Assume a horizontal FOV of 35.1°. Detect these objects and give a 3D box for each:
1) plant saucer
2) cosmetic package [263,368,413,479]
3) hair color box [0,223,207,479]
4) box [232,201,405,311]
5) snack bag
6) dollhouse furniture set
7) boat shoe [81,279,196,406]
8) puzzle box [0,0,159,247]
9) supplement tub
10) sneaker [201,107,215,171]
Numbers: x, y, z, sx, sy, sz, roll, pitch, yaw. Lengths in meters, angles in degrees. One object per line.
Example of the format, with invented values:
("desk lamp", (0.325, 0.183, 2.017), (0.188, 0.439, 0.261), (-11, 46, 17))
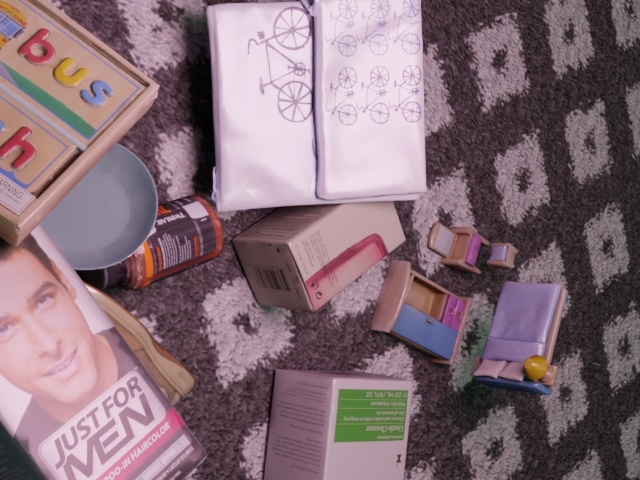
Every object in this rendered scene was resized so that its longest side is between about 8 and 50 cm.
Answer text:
("plant saucer", (-0.319, -0.047, 1.370), (0.195, 0.037, 0.195), (5, 69, -14))
("cosmetic package", (0.021, 0.403, 1.674), (0.197, 0.155, 0.365), (7, 86, -42))
("hair color box", (-0.319, 0.162, 1.151), (0.374, 0.113, 0.185), (55, 45, -5))
("box", (0.000, 0.000, 1.642), (0.232, 0.148, 0.127), (-35, 114, -34))
("snack bag", (-0.004, -0.211, 1.523), (0.342, 0.037, 0.323), (-4, 100, -15))
("dollhouse furniture set", (0.290, 0.097, 1.798), (0.198, 0.303, 0.286), (30, 73, -39))
("boat shoe", (-0.295, 0.152, 1.383), (0.110, 0.121, 0.341), (-53, 135, -17))
("puzzle box", (-0.425, -0.209, 1.166), (0.409, 0.052, 0.272), (36, 55, -2))
("supplement tub", (-0.244, 0.008, 1.456), (0.198, 0.106, 0.106), (-23, 106, -39))
("sneaker", (-0.118, -0.200, 1.578), (0.087, 0.083, 0.221), (22, 79, -45))
